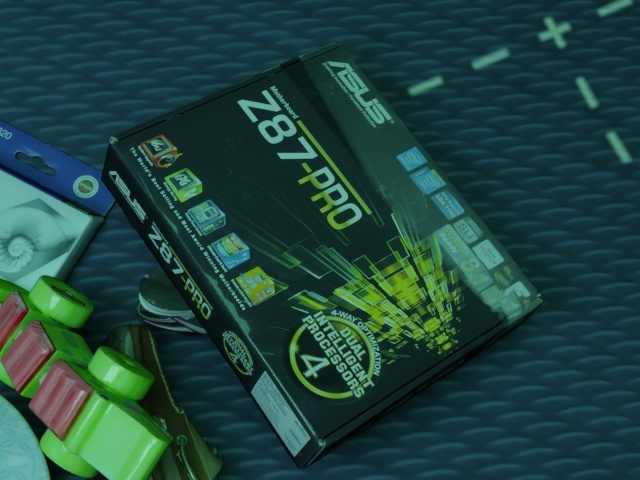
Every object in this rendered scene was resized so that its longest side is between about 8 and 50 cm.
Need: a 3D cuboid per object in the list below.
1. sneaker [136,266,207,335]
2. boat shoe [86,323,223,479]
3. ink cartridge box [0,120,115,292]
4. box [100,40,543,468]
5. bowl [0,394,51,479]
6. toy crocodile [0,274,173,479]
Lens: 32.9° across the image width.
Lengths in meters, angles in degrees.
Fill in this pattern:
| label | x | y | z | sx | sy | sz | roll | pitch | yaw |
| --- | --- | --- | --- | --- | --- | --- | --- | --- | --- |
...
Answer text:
| label | x | y | z | sx | sy | sz | roll | pitch | yaw |
| --- | --- | --- | --- | --- | --- | --- | --- | --- | --- |
| sneaker | -0.121 | 0.074 | 1.205 | 0.178 | 0.077 | 0.072 | 13 | 54 | -18 |
| boat shoe | -0.168 | 0.246 | 1.125 | 0.120 | 0.122 | 0.324 | 7 | 57 | -33 |
| ink cartridge box | -0.375 | -0.029 | 1.241 | 0.223 | 0.045 | 0.224 | 26 | 72 | 7 |
| box | 0.000 | 0.000 | 1.180 | 0.318 | 0.097 | 0.395 | -27 | 72 | -30 |
| bowl | -0.427 | 0.273 | 1.057 | 0.156 | 0.289 | 0.289 | -5 | 64 | 41 |
| toy crocodile | -0.263 | 0.128 | 1.073 | 0.340 | 0.105 | 0.115 | 39 | 96 | 38 |
